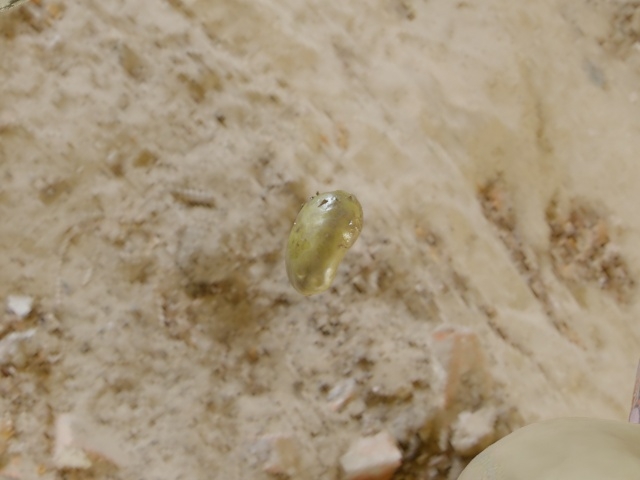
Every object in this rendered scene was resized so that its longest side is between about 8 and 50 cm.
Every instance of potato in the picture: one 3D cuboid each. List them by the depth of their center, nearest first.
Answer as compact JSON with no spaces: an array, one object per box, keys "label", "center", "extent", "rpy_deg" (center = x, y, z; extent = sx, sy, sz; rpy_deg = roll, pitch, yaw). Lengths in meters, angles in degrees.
[{"label":"potato","center":[0.000,0.000,1.532],"extent":[0.070,0.091,0.138],"rpy_deg":[33,81,-33]}]

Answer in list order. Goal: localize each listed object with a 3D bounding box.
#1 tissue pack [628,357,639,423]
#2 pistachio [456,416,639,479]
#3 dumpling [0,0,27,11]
[{"label":"tissue pack","center":[0.302,0.106,1.009],"extent":[0.065,0.155,0.115],"rpy_deg":[18,60,2]},{"label":"pistachio","center":[0.104,0.136,0.478],"extent":[0.144,0.144,0.215],"rpy_deg":[55,-3,5]},{"label":"dumpling","center":[-0.332,-0.331,1.093],"extent":[0.260,0.181,0.341],"rpy_deg":[25,47,-22]}]
